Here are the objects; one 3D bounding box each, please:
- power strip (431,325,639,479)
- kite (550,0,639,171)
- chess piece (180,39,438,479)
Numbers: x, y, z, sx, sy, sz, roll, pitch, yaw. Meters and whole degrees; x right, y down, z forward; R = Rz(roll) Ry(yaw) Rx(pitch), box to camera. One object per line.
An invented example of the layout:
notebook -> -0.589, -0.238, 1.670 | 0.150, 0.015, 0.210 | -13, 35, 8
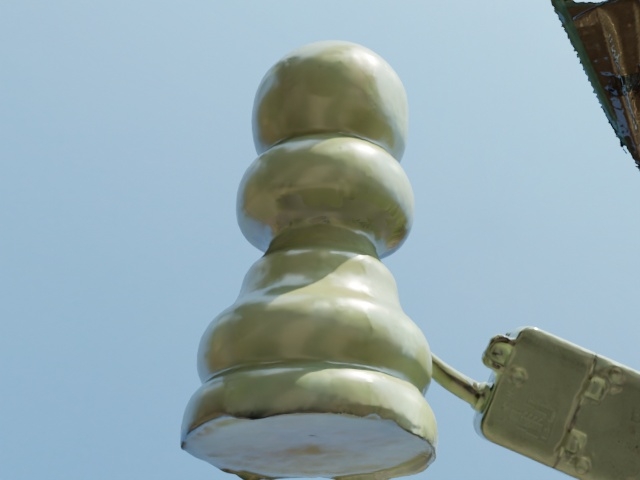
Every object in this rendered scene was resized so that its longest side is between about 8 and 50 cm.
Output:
power strip -> 0.212, 0.137, 0.743 | 0.287, 0.053, 0.093 | 23, -95, 5
kite -> 0.275, -0.069, 0.485 | 0.405, 0.368, 0.014 | 3, -118, -16
chess piece -> 0.000, 0.000, 0.750 | 0.182, 0.182, 0.331 | -2, -117, 10
